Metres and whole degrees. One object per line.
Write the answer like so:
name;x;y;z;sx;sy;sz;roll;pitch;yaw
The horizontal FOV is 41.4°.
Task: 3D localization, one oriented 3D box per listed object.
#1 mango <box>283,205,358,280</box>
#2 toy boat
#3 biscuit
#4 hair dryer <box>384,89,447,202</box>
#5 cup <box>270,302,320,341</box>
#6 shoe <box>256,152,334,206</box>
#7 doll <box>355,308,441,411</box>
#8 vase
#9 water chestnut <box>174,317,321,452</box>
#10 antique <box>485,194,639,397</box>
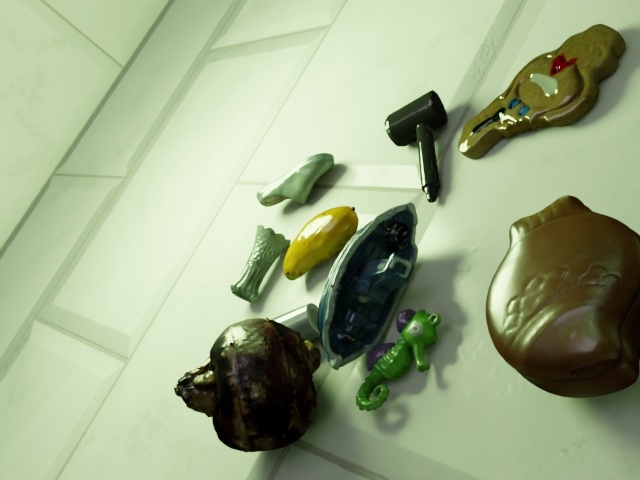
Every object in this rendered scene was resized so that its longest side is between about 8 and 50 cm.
mango;0.000;0.000;1.616;0.190;0.075;0.098;-44;27;23
toy boat;0.083;0.071;1.384;0.309;0.129;0.142;-63;20;-16
biscuit;0.368;-0.244;1.438;0.320;0.047;0.183;-30;35;32
hair dryer;0.185;-0.158;1.572;0.114;0.070;0.248;-27;48;31
cup;-0.048;0.157;1.532;0.116;0.074;0.104;-30;9;24
shoe;-0.045;-0.111;1.800;0.195;0.079;0.078;-27;74;20
doll;0.119;0.184;1.306;0.190;0.050;0.115;-49;25;5
vase;-0.127;0.050;1.720;0.081;0.081;0.149;9;67;54
water chestnut;-0.118;0.238;1.387;0.223;0.238;0.224;177;90;-76
antique;0.326;0.076;1.086;0.223;0.129;0.278;-34;36;25
